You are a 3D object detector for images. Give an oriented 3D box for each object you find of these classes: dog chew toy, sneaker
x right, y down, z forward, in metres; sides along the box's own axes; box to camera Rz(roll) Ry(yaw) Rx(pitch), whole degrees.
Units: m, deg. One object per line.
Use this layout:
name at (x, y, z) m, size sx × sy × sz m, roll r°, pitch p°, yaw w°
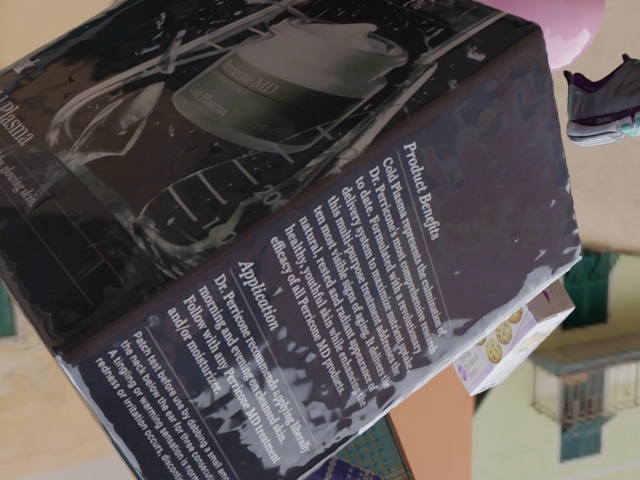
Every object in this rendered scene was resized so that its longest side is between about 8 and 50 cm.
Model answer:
dog chew toy at (0.246, -0.297, 1.411) m, size 0.206 × 0.207 × 0.332 m, roll -16°, pitch 165°, yaw -43°
sneaker at (0.381, -0.172, 1.091) m, size 0.223 × 0.098 × 0.083 m, roll -9°, pitch 173°, yaw 25°

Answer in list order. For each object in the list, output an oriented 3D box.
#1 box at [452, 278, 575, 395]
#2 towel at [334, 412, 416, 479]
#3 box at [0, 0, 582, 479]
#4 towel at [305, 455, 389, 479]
box at (0.269, 0.140, 1.405) m, size 0.063 × 0.067 × 0.324 m, roll -20°, pitch 160°, yaw -17°
towel at (0.030, 0.433, 1.418) m, size 0.271 × 0.370 × 0.040 m, roll -24°, pitch 163°, yaw 11°
box at (-0.087, -0.045, 0.983) m, size 0.471 × 0.297 × 0.480 m, roll -34°, pitch -139°, yaw -17°
towel at (0.076, 0.375, 0.966) m, size 0.335 × 0.243 × 0.040 m, roll 24°, pitch 160°, yaw -1°
